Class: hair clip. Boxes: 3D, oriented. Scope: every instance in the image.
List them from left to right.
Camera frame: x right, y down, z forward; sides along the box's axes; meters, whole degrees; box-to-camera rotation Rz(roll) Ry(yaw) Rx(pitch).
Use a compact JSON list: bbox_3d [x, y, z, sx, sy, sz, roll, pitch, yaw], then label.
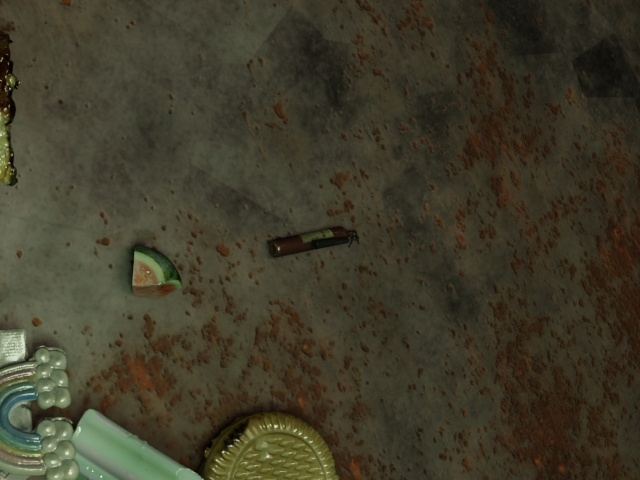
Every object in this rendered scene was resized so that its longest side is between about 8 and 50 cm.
[{"bbox_3d":[-0.395,0.218,1.731,0.140,0.054,0.220,-3,63,-15],"label":"hair clip"}]

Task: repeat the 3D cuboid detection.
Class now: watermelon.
[{"bbox_3d":[-0.250,0.044,1.910,0.072,0.084,0.092,-38,65,-12],"label":"watermelon"}]

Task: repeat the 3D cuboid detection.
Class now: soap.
[{"bbox_3d":[-0.242,0.337,1.789,0.230,0.145,0.091,32,65,5],"label":"soap"}]

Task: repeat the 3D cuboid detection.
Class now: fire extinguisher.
[{"bbox_3d":[0.000,0.000,2.093,0.173,0.049,0.035,-12,80,-35],"label":"fire extinguisher"}]

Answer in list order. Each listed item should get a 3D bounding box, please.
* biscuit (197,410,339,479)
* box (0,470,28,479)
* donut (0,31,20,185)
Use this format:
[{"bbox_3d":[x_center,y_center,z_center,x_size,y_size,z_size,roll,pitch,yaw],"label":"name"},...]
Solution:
[{"bbox_3d":[-0.079,0.381,1.946,0.259,0.079,0.259,7,77,-32],"label":"biscuit"},{"bbox_3d":[-0.474,0.252,1.728,0.218,0.039,0.055,49,60,-16],"label":"box"},{"bbox_3d":[-0.471,-0.182,1.777,0.126,0.144,0.187,3,110,-28],"label":"donut"}]
